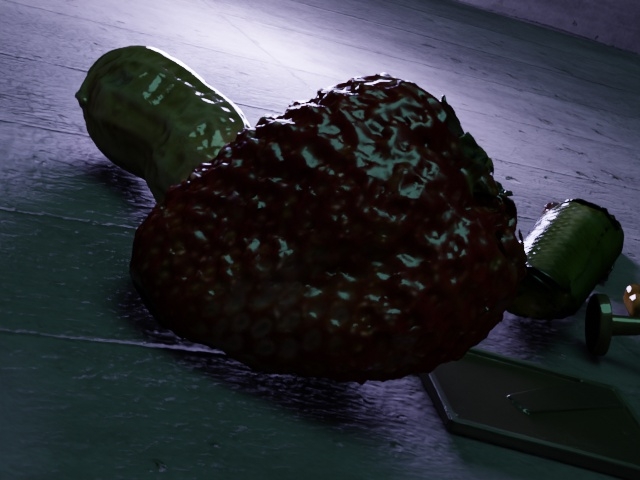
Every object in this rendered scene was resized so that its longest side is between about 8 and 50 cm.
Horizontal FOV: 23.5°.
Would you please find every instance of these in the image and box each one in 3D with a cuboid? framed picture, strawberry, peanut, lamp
[{"bbox_3d":[0.218,0.164,1.528,0.260,0.023,0.189,17,19,-19],"label":"framed picture"},{"bbox_3d":[0.000,0.000,1.405,0.351,0.267,0.312,-11,36,-18],"label":"strawberry"},{"bbox_3d":[-0.164,-0.113,1.674,0.153,0.140,0.325,17,20,-38],"label":"peanut"},{"bbox_3d":[0.418,0.097,1.773,0.214,0.121,0.121,3,20,-4],"label":"lamp"}]

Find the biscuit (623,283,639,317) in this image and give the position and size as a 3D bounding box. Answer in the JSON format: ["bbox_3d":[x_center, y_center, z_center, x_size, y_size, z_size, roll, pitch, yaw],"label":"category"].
[{"bbox_3d":[0.494,0.124,1.929,0.207,0.047,0.164,16,16,-13],"label":"biscuit"}]

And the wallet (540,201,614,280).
[{"bbox_3d":[0.361,-0.001,2.157,0.122,0.031,0.232,24,17,7],"label":"wallet"}]

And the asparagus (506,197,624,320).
[{"bbox_3d":[0.272,0.035,1.811,0.108,0.128,0.382,57,24,0],"label":"asparagus"}]
